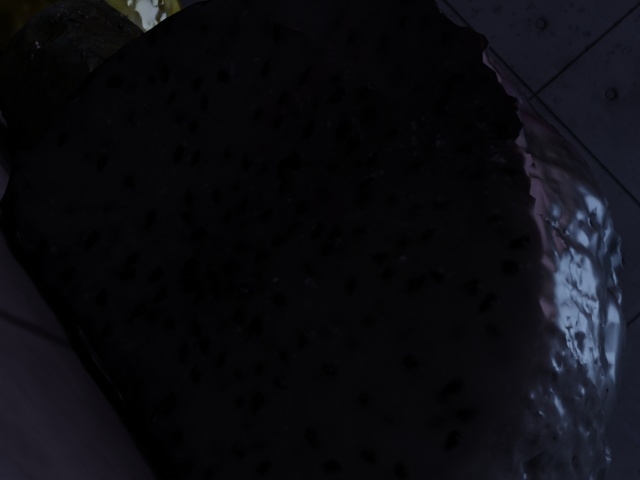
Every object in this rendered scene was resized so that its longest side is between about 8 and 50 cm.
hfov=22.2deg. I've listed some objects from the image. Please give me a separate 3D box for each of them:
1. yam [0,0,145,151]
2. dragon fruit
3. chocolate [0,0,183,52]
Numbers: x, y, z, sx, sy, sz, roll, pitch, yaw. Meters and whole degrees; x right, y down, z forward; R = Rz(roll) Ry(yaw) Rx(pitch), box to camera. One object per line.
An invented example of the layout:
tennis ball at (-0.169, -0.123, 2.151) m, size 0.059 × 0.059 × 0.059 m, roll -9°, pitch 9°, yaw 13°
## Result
yam at (-0.103, -0.054, 0.844) m, size 0.183 × 0.107 × 0.107 m, roll 48°, pitch 2°, yaw 40°
dragon fruit at (0.031, 0.034, 0.695) m, size 0.283 × 0.204 × 0.221 m, roll 52°, pitch 4°, yaw 39°
chocolate at (-0.201, -0.206, 1.066) m, size 0.445 × 0.162 × 0.162 m, roll 52°, pitch 1°, yaw -27°
